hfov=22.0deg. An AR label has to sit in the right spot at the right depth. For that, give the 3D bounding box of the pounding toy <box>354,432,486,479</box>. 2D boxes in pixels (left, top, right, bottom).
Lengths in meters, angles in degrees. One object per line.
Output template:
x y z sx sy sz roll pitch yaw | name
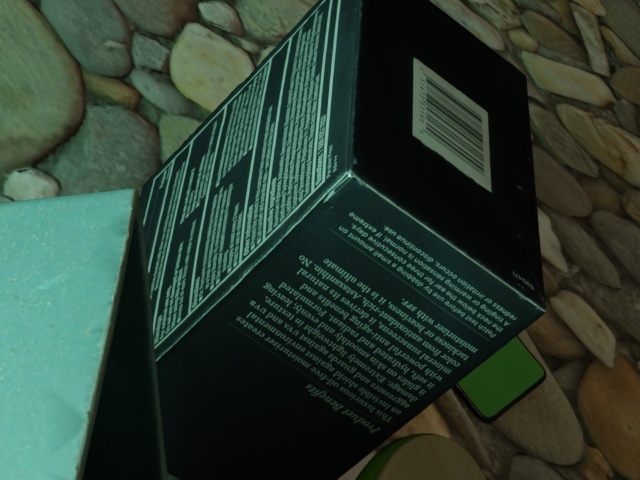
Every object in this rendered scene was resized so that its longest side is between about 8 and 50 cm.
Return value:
0.039 0.257 1.173 0.183 0.110 0.237 24 65 -49 | pounding toy

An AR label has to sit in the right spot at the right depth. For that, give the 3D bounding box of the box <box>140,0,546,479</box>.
0.000 0.000 1.214 0.183 0.294 0.296 35 33 -21 | box

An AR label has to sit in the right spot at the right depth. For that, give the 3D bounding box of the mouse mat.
0.128 0.077 1.554 0.189 0.007 0.152 50 31 10 | mouse mat

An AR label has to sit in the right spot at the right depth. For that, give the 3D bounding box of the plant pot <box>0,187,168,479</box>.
-0.219 0.140 0.824 0.252 0.248 0.247 0 39 2 | plant pot
